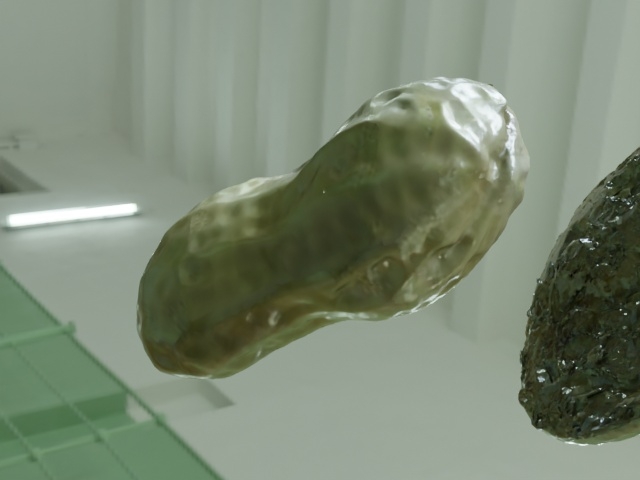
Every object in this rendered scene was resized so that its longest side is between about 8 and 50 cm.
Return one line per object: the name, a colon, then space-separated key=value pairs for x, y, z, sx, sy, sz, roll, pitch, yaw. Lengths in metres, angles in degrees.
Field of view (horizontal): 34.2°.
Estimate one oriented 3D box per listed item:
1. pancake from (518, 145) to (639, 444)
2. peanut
pancake: x=0.248 y=0.029 z=0.788 sx=0.282 sy=0.049 sz=0.282 roll=-45 pitch=-153 yaw=31
peanut: x=0.000 y=0.000 z=0.729 sx=0.313 sy=0.149 sz=0.149 roll=-24 pitch=-105 yaw=19
